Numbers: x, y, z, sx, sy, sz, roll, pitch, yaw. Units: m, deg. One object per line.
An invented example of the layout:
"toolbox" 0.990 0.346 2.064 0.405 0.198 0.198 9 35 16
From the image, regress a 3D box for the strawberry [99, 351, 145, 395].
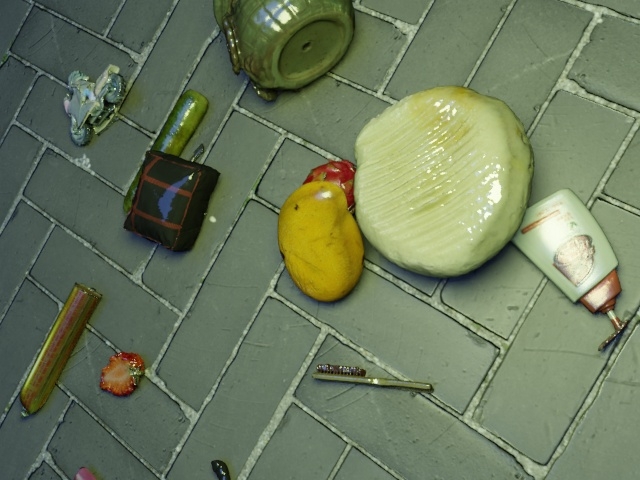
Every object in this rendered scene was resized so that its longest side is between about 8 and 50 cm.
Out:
"strawberry" -0.472 0.319 1.461 0.152 0.048 0.104 -18 80 35

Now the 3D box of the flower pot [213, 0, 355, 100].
"flower pot" -0.085 -0.466 1.322 0.301 0.302 0.213 -38 69 12

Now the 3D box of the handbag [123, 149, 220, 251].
"handbag" -0.353 -0.095 1.425 0.169 0.155 0.215 23 97 17

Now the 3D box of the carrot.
"carrot" -0.392 -0.213 1.514 0.074 0.074 0.359 36 96 24

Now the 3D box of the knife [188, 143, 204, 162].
"knife" -0.350 -0.144 1.509 0.045 0.021 0.222 40 97 26

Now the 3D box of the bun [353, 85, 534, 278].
"bun" 0.235 -0.101 1.149 0.365 0.219 0.365 -6 80 38

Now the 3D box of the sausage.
"sausage" -0.666 0.283 1.532 0.082 0.082 0.372 30 93 24

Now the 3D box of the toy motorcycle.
"toy motorcycle" -0.614 -0.394 1.616 0.239 0.108 0.204 -33 70 13

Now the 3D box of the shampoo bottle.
"shampoo bottle" 0.467 0.053 1.110 0.153 0.071 0.284 -33 68 15

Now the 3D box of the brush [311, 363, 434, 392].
"brush" 0.104 0.277 1.232 0.247 0.043 0.036 1 74 22

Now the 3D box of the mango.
"mango" 0.002 -0.002 1.220 0.177 0.120 0.295 11 127 19

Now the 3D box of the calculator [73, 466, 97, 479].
"calculator" -0.570 0.648 1.445 0.126 0.034 0.191 37 101 23

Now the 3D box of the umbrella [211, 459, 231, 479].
"umbrella" -0.180 0.584 1.281 0.070 0.071 0.248 -23 69 17

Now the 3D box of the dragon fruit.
"dragon fruit" 0.018 -0.100 1.291 0.165 0.133 0.136 -31 77 13
